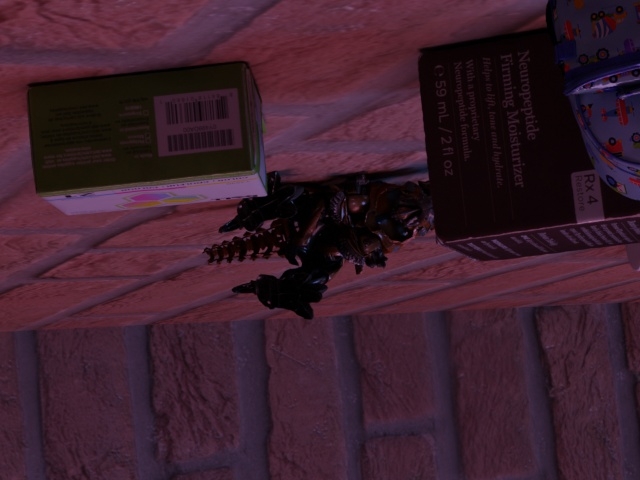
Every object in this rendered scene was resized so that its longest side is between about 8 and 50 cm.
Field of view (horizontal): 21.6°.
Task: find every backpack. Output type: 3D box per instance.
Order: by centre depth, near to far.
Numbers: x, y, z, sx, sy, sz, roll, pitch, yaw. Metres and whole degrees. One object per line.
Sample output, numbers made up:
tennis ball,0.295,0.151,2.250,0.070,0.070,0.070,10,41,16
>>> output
backpack,0.243,-0.119,1.187,0.158,0.173,0.117,-8,172,22

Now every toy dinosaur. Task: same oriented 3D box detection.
toy dinosaur,0.000,0.000,2.004,0.322,0.164,0.218,-37,172,32

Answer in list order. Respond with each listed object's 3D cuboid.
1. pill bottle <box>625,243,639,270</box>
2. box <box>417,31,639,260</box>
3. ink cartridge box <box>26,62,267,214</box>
pill bottle,0.541,-0.005,2.414,0.187,0.112,0.112,-5,172,-7
box,0.205,-0.081,1.440,0.203,0.168,0.167,-8,171,17
ink cartridge box,-0.141,-0.075,1.507,0.189,0.097,0.255,-6,171,2
